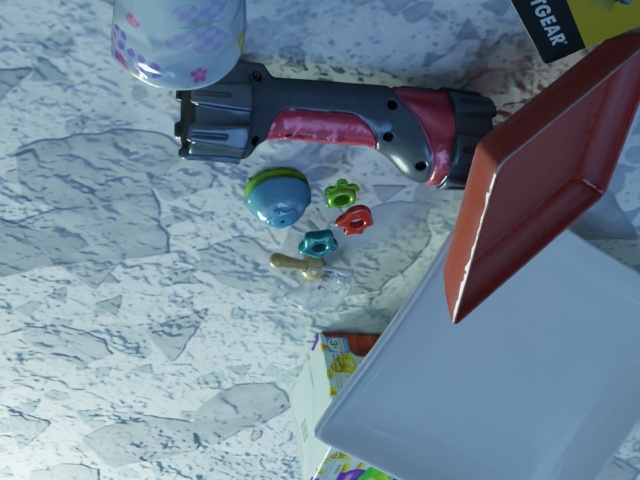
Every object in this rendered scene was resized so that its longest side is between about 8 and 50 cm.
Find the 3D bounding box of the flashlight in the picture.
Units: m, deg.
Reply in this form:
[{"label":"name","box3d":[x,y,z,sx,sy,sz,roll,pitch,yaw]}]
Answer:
[{"label":"flashlight","box3d":[0.015,-0.104,1.660,0.304,0.103,0.103,1,139,-18]}]

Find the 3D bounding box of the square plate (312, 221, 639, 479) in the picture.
[{"label":"square plate","box3d":[0.214,0.143,1.943,0.347,0.049,0.344,29,100,-25]}]

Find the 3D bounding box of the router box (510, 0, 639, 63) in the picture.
[{"label":"router box","box3d":[0.222,-0.292,1.290,0.243,0.081,0.309,-22,141,15]}]

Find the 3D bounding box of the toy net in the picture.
[{"label":"toy net","box3d":[0.000,0.000,1.850,0.122,0.045,0.232,-15,145,3]}]

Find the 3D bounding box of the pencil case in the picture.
[{"label":"pencil case","box3d":[-0.109,-0.248,1.427,0.124,0.113,0.273,-23,150,-26]}]

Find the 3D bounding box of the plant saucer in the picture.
[{"label":"plant saucer","box3d":[0.217,-0.071,1.706,0.259,0.048,0.258,-38,156,-30]}]

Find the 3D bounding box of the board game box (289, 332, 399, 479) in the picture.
[{"label":"board game box","box3d":[0.120,0.209,2.074,0.275,0.144,0.142,3,141,-18]}]
